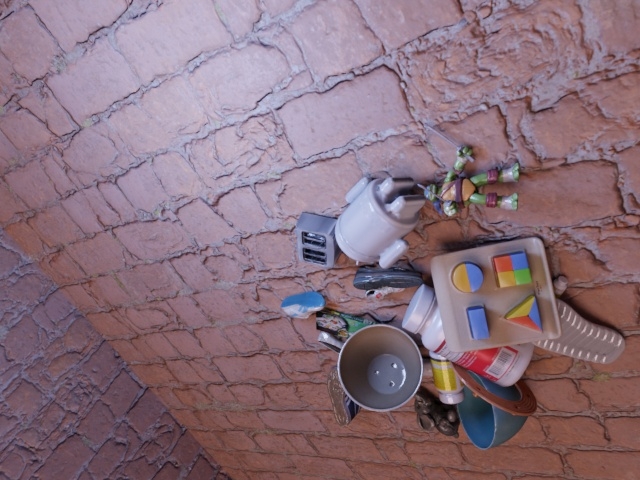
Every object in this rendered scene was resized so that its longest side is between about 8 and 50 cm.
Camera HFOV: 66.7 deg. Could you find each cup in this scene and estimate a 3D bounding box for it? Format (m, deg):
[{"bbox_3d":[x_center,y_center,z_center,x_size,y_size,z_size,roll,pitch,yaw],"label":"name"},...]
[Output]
[{"bbox_3d":[0.257,0.528,1.976,0.331,0.331,0.237,10,161,20],"label":"cup"}]

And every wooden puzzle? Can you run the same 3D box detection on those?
[{"bbox_3d":[0.540,0.176,1.516,0.348,0.080,0.322,-12,88,16],"label":"wooden puzzle"}]

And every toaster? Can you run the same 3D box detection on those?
[{"bbox_3d":[0.000,0.000,1.779,0.186,0.110,0.168,13,132,17],"label":"toaster"}]

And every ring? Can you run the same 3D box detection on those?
[{"bbox_3d":[0.609,0.503,1.738,0.337,0.336,0.032,27,109,5],"label":"ring"}]

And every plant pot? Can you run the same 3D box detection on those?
[{"bbox_3d":[0.679,0.637,1.876,0.196,0.290,0.290,-3,133,-12],"label":"plant pot"}]

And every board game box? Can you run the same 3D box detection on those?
[{"bbox_3d":[0.105,0.366,2.084,0.260,0.030,0.136,14,129,16],"label":"board game box"}]

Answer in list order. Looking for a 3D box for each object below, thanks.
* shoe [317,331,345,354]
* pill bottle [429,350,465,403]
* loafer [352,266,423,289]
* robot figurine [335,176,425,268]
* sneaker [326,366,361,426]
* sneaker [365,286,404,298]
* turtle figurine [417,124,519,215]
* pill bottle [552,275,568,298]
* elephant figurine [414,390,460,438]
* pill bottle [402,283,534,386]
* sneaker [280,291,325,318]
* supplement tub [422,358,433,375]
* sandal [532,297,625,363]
[{"bbox_3d":[0.082,0.480,2.167,0.219,0.058,0.076,34,134,-3],"label":"shoe"},{"bbox_3d":[0.499,0.520,1.901,0.119,0.119,0.208,-6,100,30],"label":"pill bottle"},{"bbox_3d":[0.244,0.124,1.779,0.268,0.084,0.096,-7,146,28],"label":"loafer"},{"bbox_3d":[0.179,-0.061,1.576,0.353,0.200,0.299,-49,56,43],"label":"robot figurine"},{"bbox_3d":[0.120,0.731,2.342,0.099,0.153,0.282,-8,92,34],"label":"sneaker"},{"bbox_3d":[0.242,0.191,1.837,0.161,0.075,0.057,-5,124,31],"label":"sneaker"},{"bbox_3d":[0.417,-0.166,1.374,0.266,0.197,0.274,2,131,21],"label":"turtle figurine"},{"bbox_3d":[0.761,0.153,1.564,0.043,0.043,0.083,21,133,10],"label":"pill bottle"},{"bbox_3d":[0.488,0.750,2.142,0.240,0.185,0.169,10,174,33],"label":"elephant figurine"},{"bbox_3d":[0.506,0.319,1.702,0.408,0.229,0.229,27,134,5],"label":"pill bottle"},{"bbox_3d":[-0.060,0.279,2.065,0.229,0.087,0.092,-11,128,41],"label":"sneaker"},{"bbox_3d":[0.446,0.524,2.011,0.107,0.071,0.071,-4,124,31],"label":"supplement tub"},{"bbox_3d":[0.799,0.291,1.607,0.416,0.102,0.169,28,104,-10],"label":"sandal"}]
